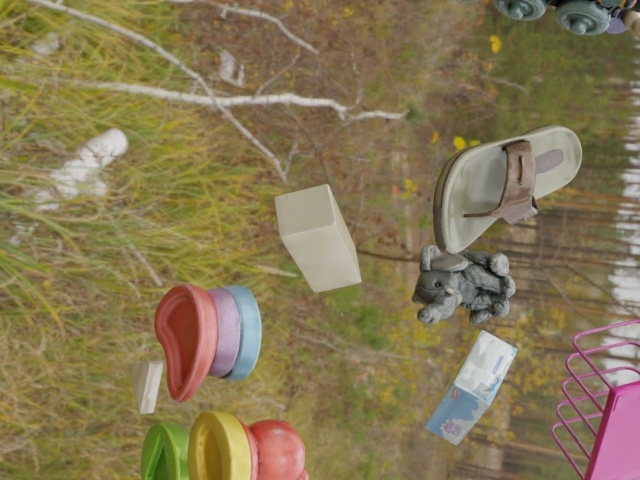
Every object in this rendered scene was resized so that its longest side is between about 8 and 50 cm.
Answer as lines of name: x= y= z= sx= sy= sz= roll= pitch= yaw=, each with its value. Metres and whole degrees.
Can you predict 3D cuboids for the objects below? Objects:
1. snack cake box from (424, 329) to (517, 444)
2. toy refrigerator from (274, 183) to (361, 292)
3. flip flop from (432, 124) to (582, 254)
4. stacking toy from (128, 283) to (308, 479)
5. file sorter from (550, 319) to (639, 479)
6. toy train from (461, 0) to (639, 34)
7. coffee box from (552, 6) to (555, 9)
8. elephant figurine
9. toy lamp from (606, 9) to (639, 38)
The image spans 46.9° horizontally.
snack cake box: x=0.328 y=0.331 z=1.632 sx=0.152 sy=0.089 sz=0.264 roll=-54 pitch=166 yaw=-31
toy refrigerator: x=0.000 y=0.000 z=1.396 sx=0.269 sy=0.102 sz=0.094 roll=62 pitch=16 yaw=-61
flip flop: x=0.237 y=-0.067 z=0.883 sx=0.277 sy=0.080 sz=0.112 roll=-23 pitch=115 yaw=-31
stacking toy: x=-0.144 y=0.228 z=1.008 sx=0.131 sy=0.279 sz=0.308 roll=5 pitch=57 yaw=-34
file sorter: x=0.601 y=0.328 z=1.490 sx=0.182 sy=0.202 sz=0.290 roll=-117 pitch=-159 yaw=-53
toy train: x=0.285 y=-0.390 z=0.983 sx=0.190 sy=0.334 sz=0.142 roll=54 pitch=57 yaw=-74
coffee box: x=0.472 y=-0.527 z=1.422 sx=0.247 sy=0.098 sz=0.141 roll=5 pitch=67 yaw=-56
elephant figurine: x=0.251 y=0.086 z=1.468 sx=0.186 sy=0.240 sz=0.169 roll=153 pitch=-66 yaw=-63
toy lamp: x=0.486 y=-0.286 z=1.071 sx=0.080 sy=0.080 sz=0.274 roll=62 pitch=4 yaw=-57
